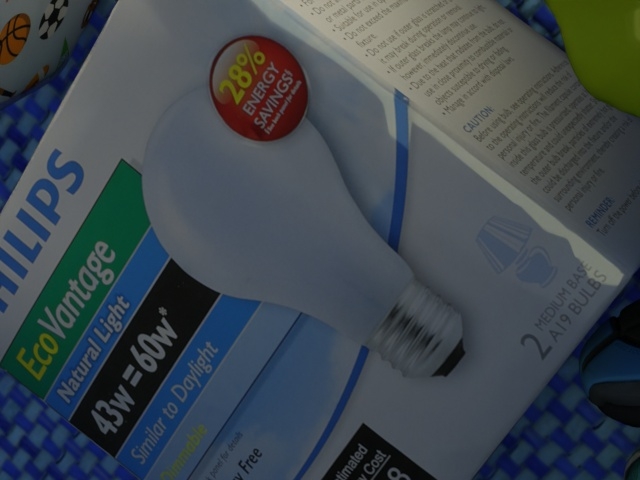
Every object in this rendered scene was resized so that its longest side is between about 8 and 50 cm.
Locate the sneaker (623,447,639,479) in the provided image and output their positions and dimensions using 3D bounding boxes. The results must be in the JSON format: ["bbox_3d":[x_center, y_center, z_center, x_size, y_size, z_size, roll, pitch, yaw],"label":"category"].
[{"bbox_3d":[0.281,0.270,1.331,0.107,0.110,0.275,-16,100,28],"label":"sneaker"}]

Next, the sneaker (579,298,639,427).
[{"bbox_3d":[0.330,0.097,1.188,0.341,0.125,0.139,-3,120,-2],"label":"sneaker"}]

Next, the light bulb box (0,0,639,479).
[{"bbox_3d":[0.000,0.000,1.299,0.361,0.225,0.358,37,119,7],"label":"light bulb box"}]

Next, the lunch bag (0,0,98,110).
[{"bbox_3d":[-0.217,-0.233,1.305,0.115,0.243,0.303,27,118,13],"label":"lunch bag"}]

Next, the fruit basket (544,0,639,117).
[{"bbox_3d":[0.194,-0.258,1.039,0.283,0.392,0.392,-38,90,30],"label":"fruit basket"}]
